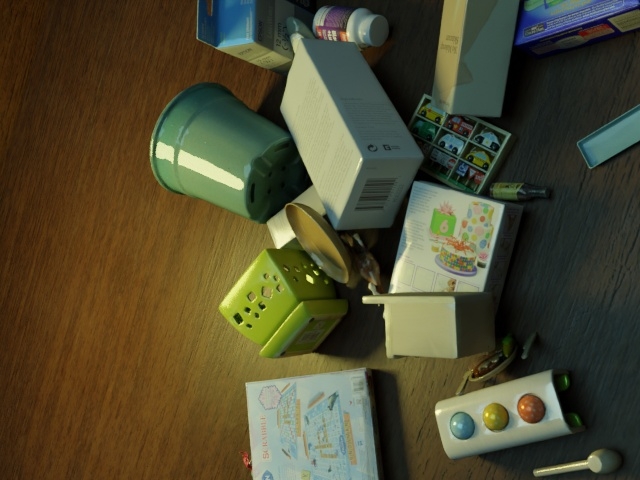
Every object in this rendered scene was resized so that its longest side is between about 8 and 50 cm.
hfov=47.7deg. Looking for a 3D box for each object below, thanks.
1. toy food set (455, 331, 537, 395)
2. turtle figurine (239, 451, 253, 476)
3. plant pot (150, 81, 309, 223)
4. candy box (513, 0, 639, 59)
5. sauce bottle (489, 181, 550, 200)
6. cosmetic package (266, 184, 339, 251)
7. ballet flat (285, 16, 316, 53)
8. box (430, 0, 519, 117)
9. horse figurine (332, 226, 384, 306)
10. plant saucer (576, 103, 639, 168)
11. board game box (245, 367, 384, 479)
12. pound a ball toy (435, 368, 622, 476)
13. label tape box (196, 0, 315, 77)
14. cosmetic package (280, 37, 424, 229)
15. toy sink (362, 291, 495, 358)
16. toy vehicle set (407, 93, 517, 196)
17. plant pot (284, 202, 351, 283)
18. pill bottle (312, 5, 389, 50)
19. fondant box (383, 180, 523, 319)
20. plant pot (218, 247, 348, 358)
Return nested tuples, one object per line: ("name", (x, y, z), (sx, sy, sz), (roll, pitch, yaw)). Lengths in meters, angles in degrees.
("toy food set", (0.358, 0.248, 1.521), (0.192, 0.132, 0.038), (-39, 89, 29))
("turtle figurine", (-0.108, 0.554, 1.879), (0.234, 0.118, 0.175), (-50, 62, 13))
("plant pot", (-0.229, -0.223, 1.990), (0.334, 0.341, 0.341), (29, 102, 33))
("candy box", (0.538, -0.573, 1.504), (0.268, 0.122, 0.316), (-8, 79, 41))
("sauce bottle", (0.432, -0.106, 1.570), (0.128, 0.042, 0.042), (4, 85, 39))
("cosmetic package", (-0.010, -0.063, 1.888), (0.238, 0.127, 0.107), (-38, 61, 28))
("ballet flat", (-0.030, -0.504, 1.943), (0.213, 0.068, 0.072), (49, 146, -12))
("box", (0.335, -0.432, 1.568), (0.148, 0.121, 0.310), (-121, 35, -70))
("horse figurine", (0.091, 0.038, 1.767), (0.066, 0.174, 0.263), (-34, 19, -3))
("plant saucer", (0.613, -0.218, 1.448), (0.192, 0.018, 0.067), (-33, 62, 31))
("board game box", (-0.015, 0.487, 1.764), (0.318, 0.066, 0.318), (-9, 75, 16))
("pound a ball toy", (0.403, 0.385, 1.448), (0.319, 0.136, 0.208), (-26, 66, 36))
("label tape box", (-0.166, -0.618, 1.968), (0.115, 0.348, 0.249), (-8, 78, 40))
("cosmetic package", (0.059, -0.264, 1.747), (0.230, 0.162, 0.453), (112, 145, -44))
("toy sink", (0.221, 0.175, 1.502), (0.234, 0.153, 0.131), (-3, 88, 41))
("toy vehicle set", (0.309, -0.221, 1.698), (0.267, 0.035, 0.165), (36, 106, 39))
("plant pot", (0.000, 0.000, 1.738), (0.032, 0.236, 0.236), (-38, 50, -16))
("pill bottle", (0.081, -0.557, 1.903), (0.194, 0.108, 0.108), (20, 96, 41))
("fondant box", (0.288, 0.053, 1.608), (0.238, 0.096, 0.330), (20, 104, 41))
("plant pot", (-0.080, 0.171, 1.850), (0.227, 0.228, 0.207), (-51, 62, 22))
